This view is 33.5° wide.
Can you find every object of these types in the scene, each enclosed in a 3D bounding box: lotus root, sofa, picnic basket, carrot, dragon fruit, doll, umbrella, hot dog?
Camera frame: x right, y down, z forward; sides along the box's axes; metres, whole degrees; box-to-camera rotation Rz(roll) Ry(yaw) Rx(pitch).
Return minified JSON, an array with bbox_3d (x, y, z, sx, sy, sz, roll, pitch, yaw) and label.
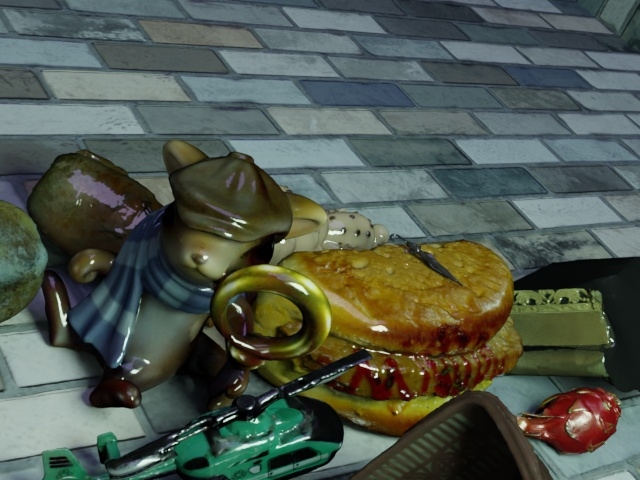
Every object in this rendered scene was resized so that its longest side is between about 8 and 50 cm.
[{"bbox_3d":[-0.463,0.041,1.182,0.322,0.158,0.140,-12,22,-36],"label":"lotus root"},{"bbox_3d":[0.398,0.136,1.600,0.200,0.182,0.258,-4,11,41],"label":"sofa"},{"bbox_3d":[0.129,0.312,1.073,0.129,0.297,0.222,33,25,-37],"label":"picnic basket"},{"bbox_3d":[-0.244,0.002,1.409,0.302,0.138,0.138,37,33,0],"label":"carrot"},{"bbox_3d":[0.323,0.255,1.470,0.191,0.094,0.094,-9,39,-5],"label":"dragon fruit"},{"bbox_3d":[0.000,-0.001,1.595,0.278,0.119,0.154,16,33,-31],"label":"doll"},{"bbox_3d":[-0.156,0.060,1.216,0.318,0.339,0.209,37,27,2],"label":"doll"},{"bbox_3d":[0.141,0.023,1.390,0.122,0.013,0.022,35,45,23],"label":"umbrella"},{"bbox_3d":[0.112,0.131,1.400,0.405,0.185,0.223,-4,41,-35],"label":"hot dog"}]

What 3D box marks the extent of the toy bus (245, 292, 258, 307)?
[{"bbox_3d":[-0.051,0.079,1.510,0.110,0.031,0.043,4,32,-28],"label":"toy bus"}]

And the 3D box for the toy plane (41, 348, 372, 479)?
[{"bbox_3d":[-0.116,0.227,1.155,0.382,0.155,0.106,-12,46,-19],"label":"toy plane"}]
